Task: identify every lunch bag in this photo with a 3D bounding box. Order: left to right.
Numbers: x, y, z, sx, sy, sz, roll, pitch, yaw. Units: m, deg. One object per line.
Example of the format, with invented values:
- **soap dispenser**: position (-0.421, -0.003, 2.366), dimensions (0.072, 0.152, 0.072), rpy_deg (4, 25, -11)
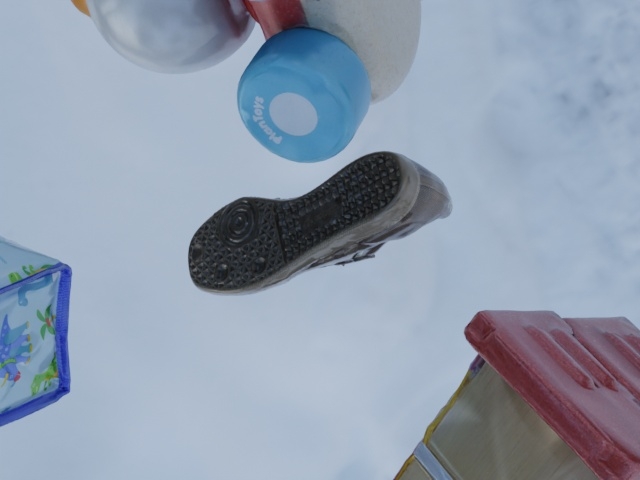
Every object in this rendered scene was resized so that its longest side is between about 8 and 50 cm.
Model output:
- **lunch bag**: position (-0.218, 0.042, 0.874), dimensions (0.128, 0.151, 0.096), rpy_deg (24, 124, 36)

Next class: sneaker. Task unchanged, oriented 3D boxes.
- **sneaker**: position (0.000, 0.000, 1.152), dimensions (0.188, 0.071, 0.066), rpy_deg (-19, 63, 35)

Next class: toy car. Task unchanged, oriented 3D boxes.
- **toy car**: position (-0.069, -0.178, 1.079), dimensions (0.238, 0.219, 0.210), rpy_deg (0, 128, 23)

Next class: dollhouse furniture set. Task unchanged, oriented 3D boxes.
- **dollhouse furniture set**: position (0.164, 0.224, 0.790), dimensions (0.374, 0.152, 0.201), rpy_deg (48, 114, 31)
